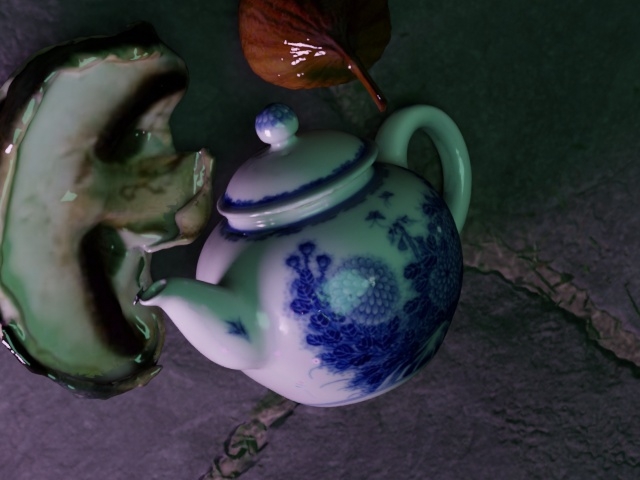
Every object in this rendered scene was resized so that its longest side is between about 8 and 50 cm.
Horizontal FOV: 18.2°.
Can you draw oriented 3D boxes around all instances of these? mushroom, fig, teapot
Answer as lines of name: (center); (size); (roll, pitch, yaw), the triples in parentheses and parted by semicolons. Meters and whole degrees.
mushroom: (-0.219, -0.032, 1.877); (0.247, 0.130, 0.344); (-11, 109, -27)
fig: (0.002, -0.187, 1.846); (0.146, 0.201, 0.134); (-18, 117, -2)
teapot: (0.000, 0.000, 1.863); (0.424, 0.252, 0.280); (-34, 113, -37)
